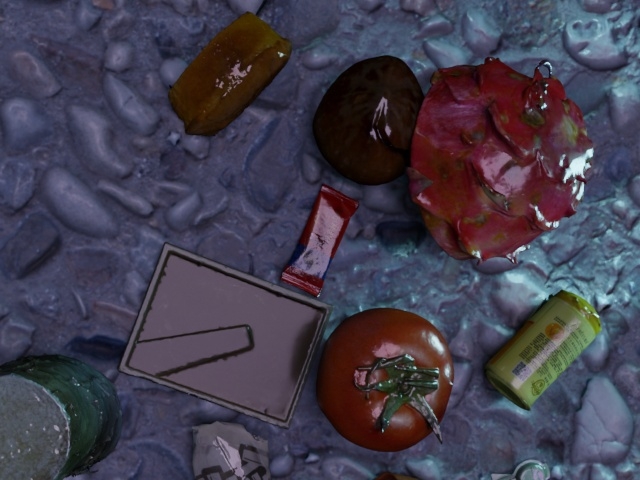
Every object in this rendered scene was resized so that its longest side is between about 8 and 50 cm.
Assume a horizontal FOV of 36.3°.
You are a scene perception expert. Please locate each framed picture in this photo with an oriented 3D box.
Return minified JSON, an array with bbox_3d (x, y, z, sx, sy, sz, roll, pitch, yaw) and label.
[{"bbox_3d":[-0.169,0.176,1.777,0.335,0.022,0.247,21,85,-12],"label":"framed picture"}]

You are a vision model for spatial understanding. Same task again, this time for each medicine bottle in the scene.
[{"bbox_3d":[0.430,0.203,1.869,0.239,0.124,0.124,-45,99,-11],"label":"medicine bottle"}]

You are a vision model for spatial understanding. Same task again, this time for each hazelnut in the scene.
[{"bbox_3d":[0.086,-0.215,1.741,0.218,0.218,0.234,5,71,-13],"label":"hazelnut"}]

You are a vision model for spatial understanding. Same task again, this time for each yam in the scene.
[{"bbox_3d":[-0.461,0.298,1.567,0.241,0.348,0.241,0,85,-2],"label":"yam"}]

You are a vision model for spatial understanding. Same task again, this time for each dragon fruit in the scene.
[{"bbox_3d":[0.336,-0.140,1.723,0.386,0.249,0.371,-27,108,-48],"label":"dragon fruit"}]

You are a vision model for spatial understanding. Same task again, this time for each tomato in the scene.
[{"bbox_3d":[0.113,0.246,1.738,0.255,0.224,0.256,0,90,-17],"label":"tomato"}]

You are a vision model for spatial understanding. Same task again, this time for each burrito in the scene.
[{"bbox_3d":[-0.138,0.537,1.741,0.139,0.101,0.446,-9,89,-18],"label":"burrito"}]

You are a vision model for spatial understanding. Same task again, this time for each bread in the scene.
[{"bbox_3d":[-0.158,-0.300,1.729,0.129,0.134,0.260,44,80,-8],"label":"bread"}]

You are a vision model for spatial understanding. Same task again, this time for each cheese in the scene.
[{"bbox_3d":[0.393,0.466,1.901,0.120,0.026,0.067,-14,92,-13],"label":"cheese"}]

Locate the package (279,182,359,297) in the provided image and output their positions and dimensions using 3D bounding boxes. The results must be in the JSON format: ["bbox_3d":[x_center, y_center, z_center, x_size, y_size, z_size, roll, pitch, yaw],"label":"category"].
[{"bbox_3d":[0.000,0.000,1.819,0.083,0.022,0.200,26,82,-12],"label":"package"}]

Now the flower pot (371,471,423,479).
[{"bbox_3d":[0.184,0.524,1.784,0.173,0.190,0.191,10,87,-24],"label":"flower pot"}]
